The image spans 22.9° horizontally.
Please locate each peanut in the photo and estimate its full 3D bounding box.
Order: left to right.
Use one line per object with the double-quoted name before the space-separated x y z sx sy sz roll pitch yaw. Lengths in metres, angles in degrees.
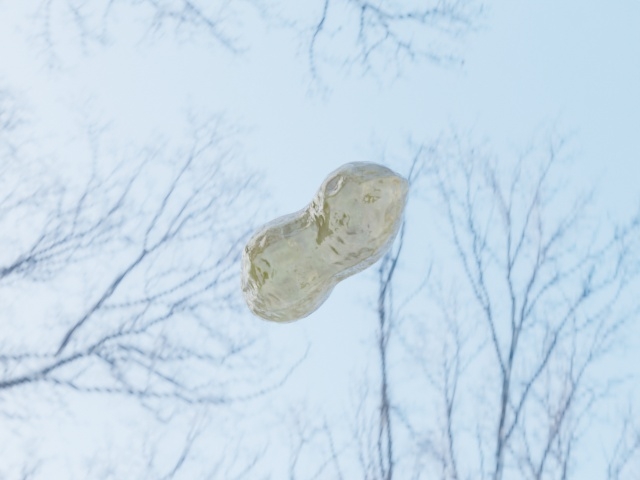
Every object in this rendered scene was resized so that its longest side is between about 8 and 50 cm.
"peanut" -0.002 0.000 1.247 0.089 0.089 0.193 43 -56 -9
